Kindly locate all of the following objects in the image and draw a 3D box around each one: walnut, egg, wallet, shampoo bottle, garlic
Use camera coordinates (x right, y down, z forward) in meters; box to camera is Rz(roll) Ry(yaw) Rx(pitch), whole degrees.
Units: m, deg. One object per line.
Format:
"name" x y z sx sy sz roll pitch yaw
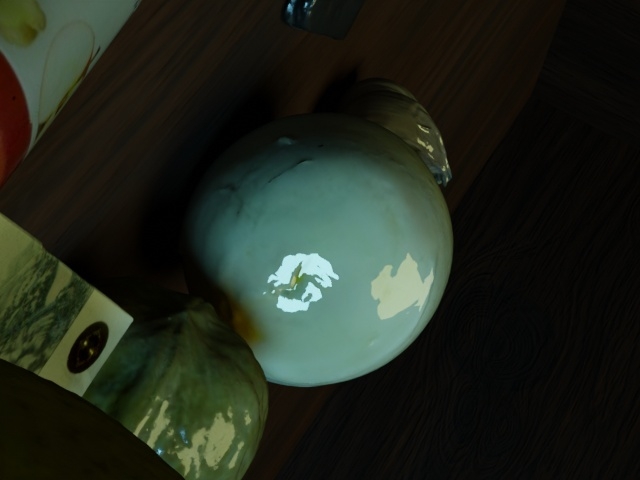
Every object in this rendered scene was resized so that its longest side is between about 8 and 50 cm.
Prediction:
"walnut" -0.176 0.171 1.059 0.283 0.227 0.283 -62 180 -1
"egg" 0.000 0.000 1.268 0.345 0.283 0.283 -64 179 -72
"wallet" 0.059 -0.356 1.251 0.309 0.042 0.165 -64 169 13
"shampoo bottle" -0.139 -0.131 0.569 0.278 0.104 0.104 -69 178 -47
"garlic" 0.086 -0.136 1.586 0.229 0.178 0.143 119 -16 -65

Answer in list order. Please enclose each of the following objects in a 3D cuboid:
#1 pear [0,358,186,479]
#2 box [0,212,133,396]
"pear" -0.207 0.218 0.476 0.362 0.418 0.362 -4 90 -65
"box" -0.217 0.005 0.659 0.069 0.164 0.256 -58 167 -10
